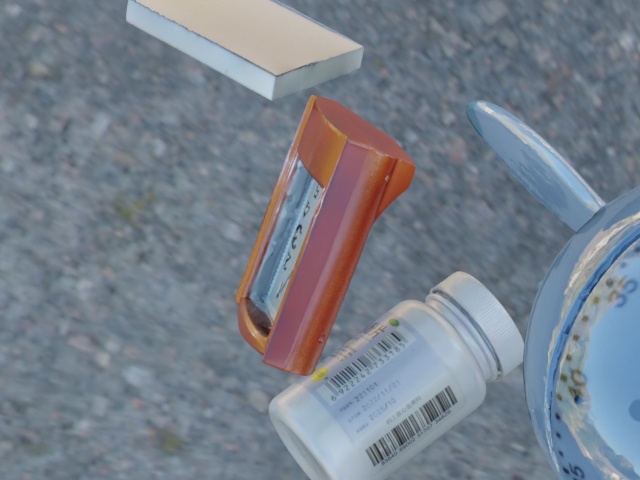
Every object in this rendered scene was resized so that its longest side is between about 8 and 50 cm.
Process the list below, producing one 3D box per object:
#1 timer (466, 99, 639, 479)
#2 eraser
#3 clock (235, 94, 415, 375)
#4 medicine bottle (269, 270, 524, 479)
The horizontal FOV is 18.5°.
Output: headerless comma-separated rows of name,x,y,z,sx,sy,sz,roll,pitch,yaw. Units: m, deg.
timer,0.160,0.025,0.828,0.175,0.255,0.175,0,121,0
eraser,-0.055,-0.154,1.456,0.150,0.104,0.023,31,125,29
clock,0.000,0.000,1.224,0.061,0.113,0.155,19,104,-17
medicine bottle,0.060,0.112,1.520,0.186,0.103,0.103,-37,69,-13
